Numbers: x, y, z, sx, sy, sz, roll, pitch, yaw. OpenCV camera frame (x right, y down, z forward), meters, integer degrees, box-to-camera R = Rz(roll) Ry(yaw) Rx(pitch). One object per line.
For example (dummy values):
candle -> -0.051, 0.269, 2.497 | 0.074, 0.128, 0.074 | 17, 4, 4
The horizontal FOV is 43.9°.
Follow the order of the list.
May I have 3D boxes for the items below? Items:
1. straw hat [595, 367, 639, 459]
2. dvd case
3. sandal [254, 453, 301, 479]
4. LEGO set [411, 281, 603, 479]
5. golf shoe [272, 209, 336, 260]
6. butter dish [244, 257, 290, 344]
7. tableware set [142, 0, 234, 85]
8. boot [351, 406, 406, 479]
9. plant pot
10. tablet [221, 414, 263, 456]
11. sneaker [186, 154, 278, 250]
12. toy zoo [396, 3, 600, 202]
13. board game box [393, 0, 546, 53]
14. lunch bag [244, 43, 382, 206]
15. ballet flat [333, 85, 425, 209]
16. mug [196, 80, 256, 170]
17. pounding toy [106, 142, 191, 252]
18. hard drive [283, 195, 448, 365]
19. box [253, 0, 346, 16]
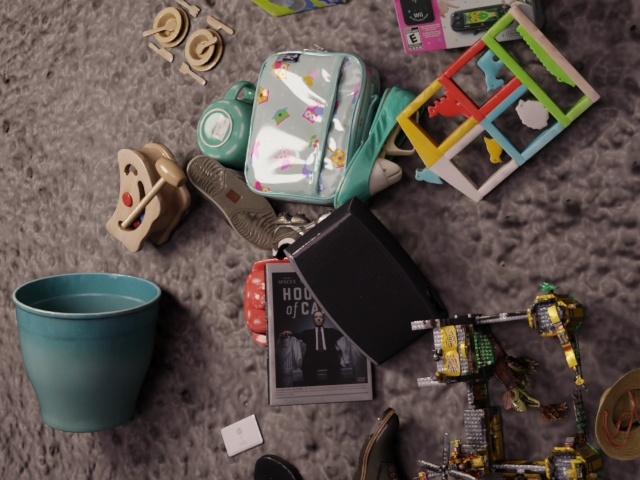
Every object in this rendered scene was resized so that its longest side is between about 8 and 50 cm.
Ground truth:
straw hat -> 0.435, 0.236, 1.134 | 0.061, 0.144, 0.144 | -149, 76, -71
dvd case -> -0.003, 0.156, 1.351 | 0.179, 0.029, 0.238 | -1, 83, -13
sandal -> -0.073, 0.507, 1.401 | 0.097, 0.054, 0.254 | -13, 79, 28
LEGO set -> 0.260, 0.225, 1.148 | 0.255, 0.192, 0.331 | -1, 87, 38
golf shoe -> 0.000, 0.000, 1.389 | 0.198, 0.077, 0.094 | -4, 58, 38
butter dish -> -0.079, 0.107, 1.410 | 0.160, 0.118, 0.160 | -5, 83, 29
tableware set -> -0.279, -0.415, 1.620 | 0.194, 0.039, 0.128 | 37, 103, 27
boot -> 0.130, 0.385, 1.298 | 0.137, 0.077, 0.198 | 23, 110, 25
plant pot -> -0.446, 0.219, 1.538 | 0.271, 0.271, 0.255 | 10, 105, 30
tablet -> -0.147, 0.365, 1.486 | 0.083, 0.006, 0.054 | -29, 72, 24
sneaker -> -0.159, -0.071, 1.505 | 0.083, 0.118, 0.222 | -44, 93, -6
toy zoo -> 0.257, -0.194, 1.245 | 0.192, 0.030, 0.293 | 46, 113, -6
board game box -> 0.211, -0.459, 1.227 | 0.224, 0.097, 0.303 | -1, 120, 29
lunch bag -> -0.010, -0.203, 1.408 | 0.224, 0.108, 0.279 | 9, 89, 30
ballet flat -> 0.108, -0.146, 1.323 | 0.087, 0.083, 0.247 | 20, 75, 23
mug -> -0.173, -0.215, 1.507 | 0.129, 0.097, 0.158 | -25, 74, 25
pounding toy -> -0.357, -0.090, 1.521 | 0.154, 0.155, 0.269 | 53, 132, 15
hard drive -> 0.072, 0.075, 1.298 | 0.172, 0.054, 0.254 | -37, 96, 15
box -> -0.036, -0.460, 1.448 | 0.178, 0.109, 0.042 | -3, 80, 29
